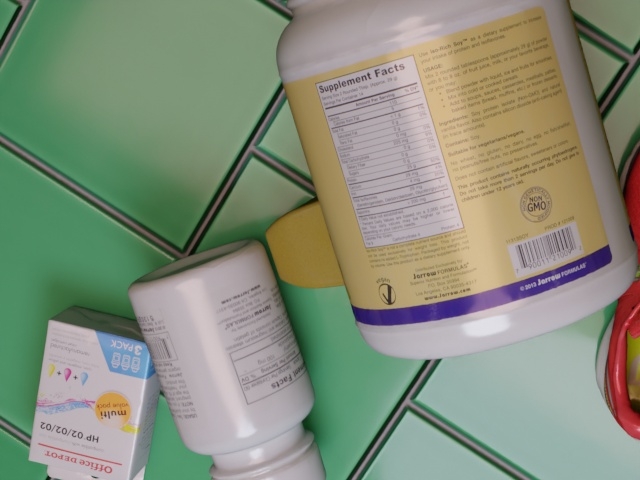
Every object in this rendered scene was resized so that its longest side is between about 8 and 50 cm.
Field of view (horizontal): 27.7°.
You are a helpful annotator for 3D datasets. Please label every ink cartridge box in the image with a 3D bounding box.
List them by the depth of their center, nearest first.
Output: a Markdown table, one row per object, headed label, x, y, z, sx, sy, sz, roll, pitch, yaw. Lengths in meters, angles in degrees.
| label | x | y | z | sx | sy | sz | roll | pitch | yaw |
| --- | --- | --- | --- | --- | --- | --- | --- | --- | --- |
| ink cartridge box | -0.215 | 0.165 | 1.247 | 0.104 | 0.061 | 0.181 | 12 | 103 | 8 |

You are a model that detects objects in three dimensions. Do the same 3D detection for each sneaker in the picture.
| label | x | y | z | sx | sy | sz | roll | pitch | yaw |
| --- | --- | --- | --- | --- | --- | --- | --- | --- | --- |
| sneaker | 0.300 | 0.040 | 1.103 | 0.107 | 0.118 | 0.279 | 5 | 102 | 8 |

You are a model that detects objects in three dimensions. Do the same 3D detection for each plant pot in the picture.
| label | x | y | z | sx | sy | sz | roll | pitch | yaw |
| --- | --- | --- | --- | --- | --- | --- | --- | --- | --- |
| plant pot | 0.000 | 0.000 | 1.171 | 0.083 | 0.081 | 0.081 | -15 | 98 | 25 |

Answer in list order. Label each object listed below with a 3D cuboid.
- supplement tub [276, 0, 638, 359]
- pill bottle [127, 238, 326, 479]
| label | x | y | z | sx | sy | sz | roll | pitch | yaw |
| --- | --- | --- | --- | --- | --- | --- | --- | --- | --- |
| supplement tub | 0.102 | -0.094 | 1.049 | 0.241 | 0.241 | 0.331 | -16 | 97 | 13 |
| pill bottle | -0.078 | 0.125 | 1.180 | 0.131 | 0.131 | 0.229 | -17 | 97 | 13 |
